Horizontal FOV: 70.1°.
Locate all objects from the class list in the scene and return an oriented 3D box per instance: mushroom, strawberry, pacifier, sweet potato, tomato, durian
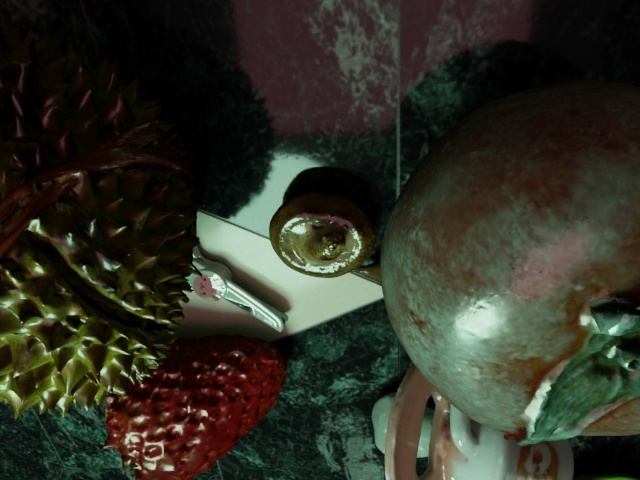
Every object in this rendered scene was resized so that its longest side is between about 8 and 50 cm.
[{"bbox_3d":[0.002,-0.007,0.542,0.126,0.084,0.109,21,155,-6],"label":"mushroom"},{"bbox_3d":[-0.166,0.217,0.656,0.245,0.205,0.205,-26,114,-3],"label":"strawberry"},{"bbox_3d":[0.185,0.257,0.584,0.332,0.220,0.273,25,123,-33],"label":"pacifier"},{"bbox_3d":[0.094,0.041,0.576,0.117,0.049,0.049,4,120,13],"label":"sweet potato"},{"bbox_3d":[0.212,0.021,0.409,0.317,0.282,0.316,0,121,-1],"label":"tomato"},{"bbox_3d":[-0.281,-0.015,0.451,0.347,0.348,0.384,-50,60,28],"label":"durian"}]

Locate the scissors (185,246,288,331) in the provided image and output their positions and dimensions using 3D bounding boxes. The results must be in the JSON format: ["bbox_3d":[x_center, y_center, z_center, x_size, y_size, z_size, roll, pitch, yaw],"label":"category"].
[{"bbox_3d":[-0.150,0.053,0.626,0.242,0.030,0.118,32,119,-5],"label":"scissors"}]

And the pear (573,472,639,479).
[{"bbox_3d":[0.420,0.442,0.709,0.288,0.139,0.239,21,105,1],"label":"pear"}]
